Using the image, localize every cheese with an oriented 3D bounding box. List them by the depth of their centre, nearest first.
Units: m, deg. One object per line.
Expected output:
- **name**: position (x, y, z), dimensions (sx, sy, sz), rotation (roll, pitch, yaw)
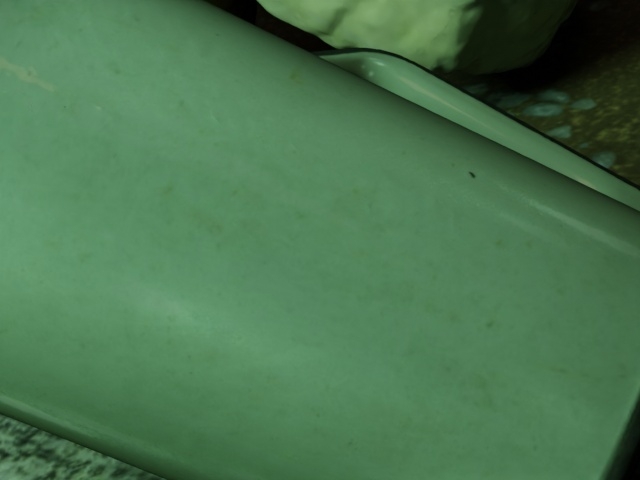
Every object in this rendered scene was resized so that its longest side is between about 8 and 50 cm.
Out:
- **cheese**: position (0.067, -0.262, 1.287), dimensions (0.318, 0.115, 0.326), rotation (-5, 48, -34)

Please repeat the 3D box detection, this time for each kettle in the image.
- **kettle**: position (0.000, 0.000, 0.852), dimensions (0.377, 0.250, 0.361), rotation (24, 33, 4)

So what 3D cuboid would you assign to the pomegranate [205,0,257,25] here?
- **pomegranate**: position (-0.227, -0.192, 1.321), dimensions (0.323, 0.291, 0.290), rotation (-26, 29, 24)
